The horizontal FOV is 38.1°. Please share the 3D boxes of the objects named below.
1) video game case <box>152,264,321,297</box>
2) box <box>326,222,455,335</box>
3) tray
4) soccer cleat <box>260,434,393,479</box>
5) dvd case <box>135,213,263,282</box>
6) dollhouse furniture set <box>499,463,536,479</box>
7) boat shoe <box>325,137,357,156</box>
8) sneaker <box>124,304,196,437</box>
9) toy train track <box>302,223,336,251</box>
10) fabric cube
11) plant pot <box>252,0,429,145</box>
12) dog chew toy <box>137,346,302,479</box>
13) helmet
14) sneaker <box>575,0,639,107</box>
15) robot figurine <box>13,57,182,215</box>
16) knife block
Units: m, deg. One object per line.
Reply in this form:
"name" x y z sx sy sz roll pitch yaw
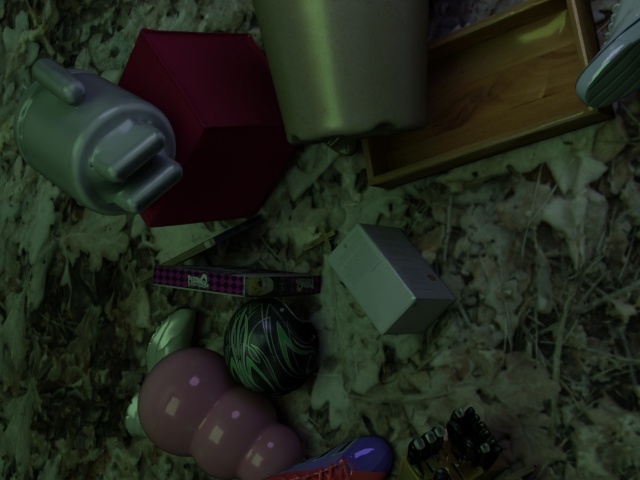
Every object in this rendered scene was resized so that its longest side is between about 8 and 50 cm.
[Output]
"video game case" -0.153 0.073 1.700 0.232 0.210 0.041 4 91 39
"box" 0.117 0.064 1.540 0.091 0.130 0.170 -49 60 24
"tray" 0.247 -0.235 1.495 0.411 0.076 0.202 -16 77 37
"soccer cleat" -0.024 0.422 1.568 0.318 0.116 0.108 -26 63 1
"dvd case" -0.234 0.016 1.800 0.221 0.164 0.018 -26 93 34
"dollhouse furniture set" 0.276 0.453 1.416 0.129 0.129 0.183 58 144 24
"boat shoe" 0.022 -0.200 1.684 0.056 0.049 0.152 -45 56 6
"sneaker" -0.294 0.275 1.883 0.129 0.111 0.297 19 101 17
"toy train track" 0.000 0.000 1.711 0.083 0.014 0.048 -29 77 39
"fabric cube" -0.222 -0.210 1.713 0.259 0.254 0.258 56 133 26
"plant pot" 0.039 -0.311 1.443 0.334 0.334 0.305 -4 94 38
"dog chew toy" -0.175 0.343 1.713 0.332 0.207 0.206 32 107 16
"helmet" -0.096 0.190 1.670 0.169 0.161 0.169 -18 58 30
"sneaker" 0.450 -0.297 1.316 0.258 0.094 0.091 -44 44 1
"robot figurine" -0.383 -0.170 1.560 0.200 0.300 0.353 -40 48 -22
"knife block" 0.167 0.361 1.411 0.275 0.242 0.088 -48 60 26
